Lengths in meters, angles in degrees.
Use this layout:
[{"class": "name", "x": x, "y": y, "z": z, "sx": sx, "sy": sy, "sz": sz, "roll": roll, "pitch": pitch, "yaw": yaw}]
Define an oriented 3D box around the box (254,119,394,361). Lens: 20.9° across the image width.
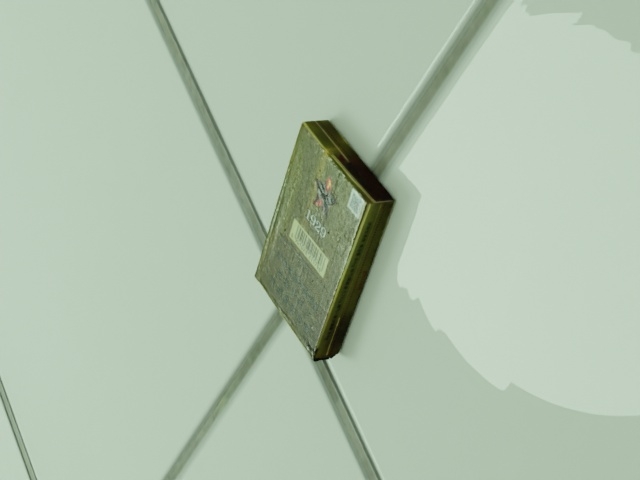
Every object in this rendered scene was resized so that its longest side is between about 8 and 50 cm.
[{"class": "box", "x": 0.000, "y": 0.000, "z": 1.139, "sx": 0.090, "sy": 0.023, "sz": 0.133, "roll": 50, "pitch": 135, "yaw": 39}]
